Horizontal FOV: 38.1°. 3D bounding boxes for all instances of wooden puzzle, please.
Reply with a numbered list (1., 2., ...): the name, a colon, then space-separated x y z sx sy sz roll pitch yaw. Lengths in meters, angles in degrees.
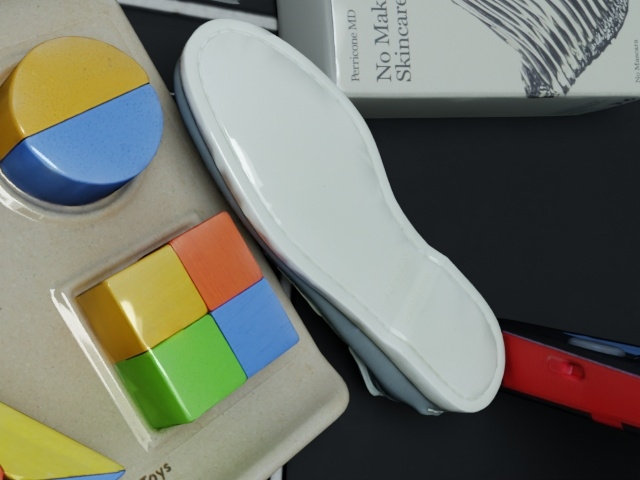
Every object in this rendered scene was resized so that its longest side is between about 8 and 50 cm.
1. wooden puzzle: -0.164 0.022 0.505 0.322 0.080 0.347 -34 92 -38

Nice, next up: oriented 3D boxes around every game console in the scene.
1. game console: 0.340 0.123 0.650 0.387 0.342 0.060 12 86 -23

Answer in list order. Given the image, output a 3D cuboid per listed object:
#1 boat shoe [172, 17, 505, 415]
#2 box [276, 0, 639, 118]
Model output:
1. boat shoe: 0.000 0.000 0.620 0.319 0.099 0.116 50 55 -21
2. box: 0.111 -0.152 0.695 0.275 0.094 0.113 -6 90 -25
